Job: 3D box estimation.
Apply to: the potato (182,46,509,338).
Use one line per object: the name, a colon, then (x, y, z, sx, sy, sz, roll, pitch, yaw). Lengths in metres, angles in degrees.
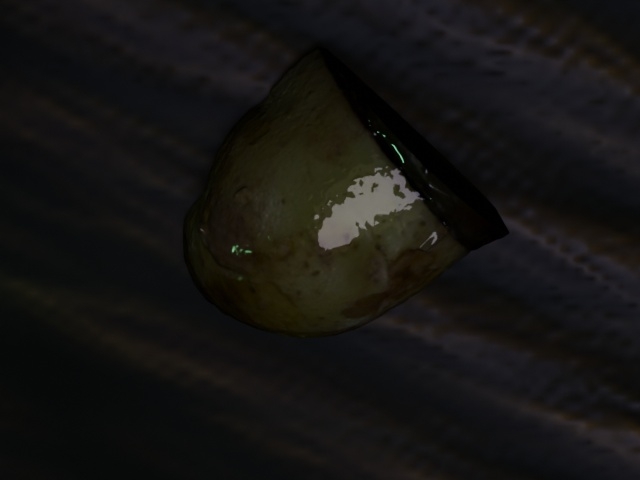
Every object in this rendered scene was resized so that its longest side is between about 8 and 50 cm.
potato: (0.000, 0.000, 0.626, 0.096, 0.066, 0.103, 41, 104, -12)
